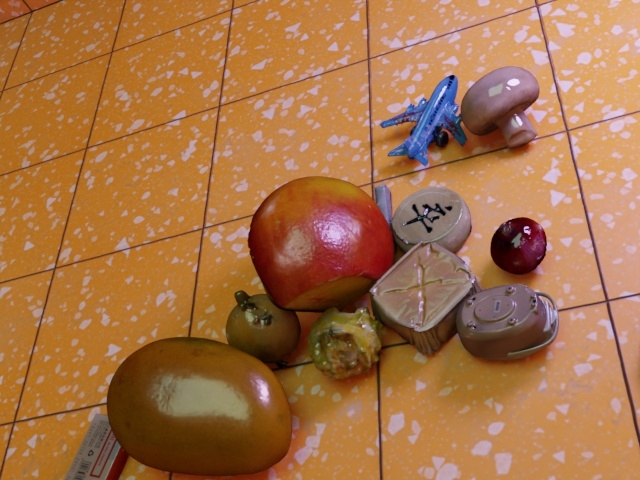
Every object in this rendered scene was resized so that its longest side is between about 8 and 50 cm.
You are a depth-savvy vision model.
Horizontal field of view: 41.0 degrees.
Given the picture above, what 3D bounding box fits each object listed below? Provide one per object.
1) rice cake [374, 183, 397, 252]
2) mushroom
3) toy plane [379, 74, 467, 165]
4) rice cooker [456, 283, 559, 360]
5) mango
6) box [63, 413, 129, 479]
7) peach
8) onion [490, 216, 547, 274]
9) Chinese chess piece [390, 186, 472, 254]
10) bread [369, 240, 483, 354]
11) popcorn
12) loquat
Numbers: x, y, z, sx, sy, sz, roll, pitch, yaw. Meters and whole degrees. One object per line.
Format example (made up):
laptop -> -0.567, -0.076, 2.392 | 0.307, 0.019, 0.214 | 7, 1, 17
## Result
rice cake -> 0.162, -0.051, 2.098 | 0.034, 0.043, 0.211 | -21, 46, 19
mushroom -> 0.450, -0.315, 2.080 | 0.204, 0.204, 0.204 | -15, 48, 17
toy plane -> 0.287, -0.309, 2.198 | 0.254, 0.105, 0.271 | 20, 64, 37
rice cooker -> 0.377, 0.166, 1.746 | 0.206, 0.127, 0.145 | -16, 48, 28
mango -> -0.261, 0.365, 1.862 | 0.445, 0.232, 0.300 | 10, 66, 27
box -> -0.514, 0.513, 1.998 | 0.122, 0.050, 0.229 | 2, 55, 27
peach -> 0.000, 0.000, 1.952 | 0.242, 0.306, 0.381 | -40, 35, 32
onion -> 0.427, 0.010, 1.851 | 0.131, 0.131, 0.131 | -15, 48, 17
Chinese chess piece -> 0.259, -0.040, 2.009 | 0.188, 0.083, 0.188 | -17, 46, 18
bread -> 0.231, 0.126, 1.870 | 0.210, 0.110, 0.192 | -46, 53, -12
popcorn -> 0.056, 0.221, 1.878 | 0.173, 0.142, 0.173 | -33, 22, 15
loquat -> -0.136, 0.198, 1.956 | 0.172, 0.205, 0.149 | -17, 26, 30
